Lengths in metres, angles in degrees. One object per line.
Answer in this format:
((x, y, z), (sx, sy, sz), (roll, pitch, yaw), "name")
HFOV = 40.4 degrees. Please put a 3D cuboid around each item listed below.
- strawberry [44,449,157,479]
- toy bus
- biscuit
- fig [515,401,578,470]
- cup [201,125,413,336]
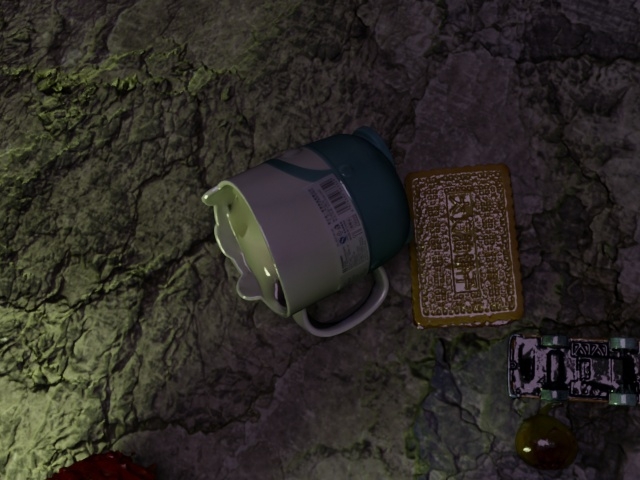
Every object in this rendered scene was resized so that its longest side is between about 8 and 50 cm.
((-0.339, 0.431, 1.207), (0.292, 0.343, 0.292), (-3, 75, 10), "strawberry")
((0.363, 0.184, 1.241), (0.201, 0.114, 0.098), (2, 80, 5), "toy bus")
((0.219, 0.009, 1.346), (0.172, 0.029, 0.254), (-5, 79, 9), "biscuit")
((0.323, 0.283, 1.257), (0.084, 0.082, 0.098), (-25, 40, 23), "fig")
((0.000, 0.000, 1.289), (0.257, 0.219, 0.290), (-26, 111, -19), "cup")
